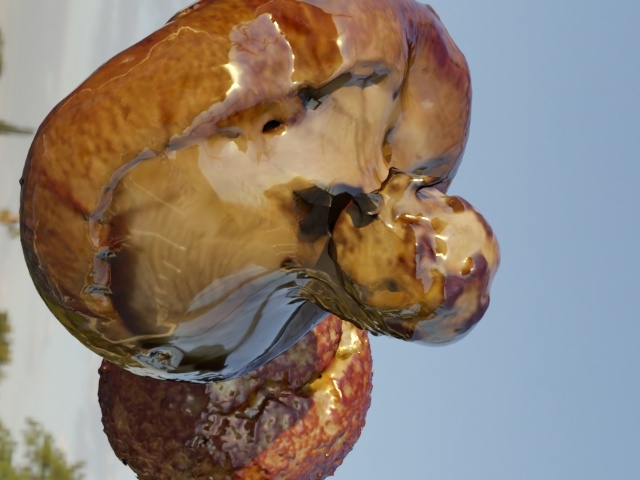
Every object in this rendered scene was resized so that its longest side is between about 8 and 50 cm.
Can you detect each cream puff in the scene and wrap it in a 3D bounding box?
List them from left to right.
[{"bbox_3d":[-0.058,0.107,1.046,0.164,0.240,0.240,-30,-125,57],"label":"cream puff"}]

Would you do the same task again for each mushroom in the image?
[{"bbox_3d":[-0.030,-0.011,0.717,0.267,0.267,0.254,114,-24,-48],"label":"mushroom"}]
